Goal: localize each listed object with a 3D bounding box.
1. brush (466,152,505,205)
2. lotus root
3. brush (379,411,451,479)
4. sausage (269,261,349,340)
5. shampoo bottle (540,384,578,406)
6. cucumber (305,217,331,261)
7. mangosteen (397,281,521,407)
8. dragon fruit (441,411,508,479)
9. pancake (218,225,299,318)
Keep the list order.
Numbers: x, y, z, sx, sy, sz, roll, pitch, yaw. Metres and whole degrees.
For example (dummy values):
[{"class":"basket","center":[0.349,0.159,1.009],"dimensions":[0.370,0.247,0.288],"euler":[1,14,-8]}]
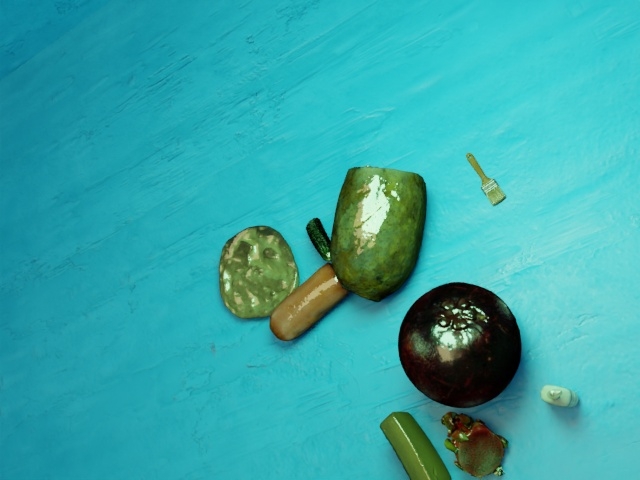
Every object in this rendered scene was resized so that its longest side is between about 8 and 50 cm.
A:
[{"class":"brush","center":[0.430,-0.167,1.758],"dimensions":[0.043,0.014,0.170],"euler":[-36,61,17]},{"class":"lotus root","center":[0.148,-0.016,1.754],"dimensions":[0.250,0.250,0.346],"euler":[13,90,31]},{"class":"brush","center":[0.230,0.514,1.622],"dimensions":[0.059,0.123,0.197],"euler":[-43,60,18]},{"class":"sausage","center":[-0.036,0.179,1.868],"dimensions":[0.259,0.113,0.114],"euler":[-41,61,12]},{"class":"shampoo bottle","center":[0.526,0.346,1.485],"dimensions":[0.077,0.152,0.045],"euler":[8,82,31]},{"class":"cucumber","center":[0.000,0.000,1.864],"dimensions":[0.052,0.058,0.215],"euler":[-21,28,-2]},{"class":"mangosteen","center":[0.329,0.254,1.563],"dimensions":[0.297,0.293,0.297],"euler":[-19,28,11]},{"class":"dragon fruit","center":[0.361,0.469,1.575],"dimensions":[0.138,0.142,0.175],"euler":[-17,39,-17]},{"class":"pancake","center":[-0.193,0.097,2.011],"dimensions":[0.294,0.049,0.295],"euler":[-6,77,25]}]
